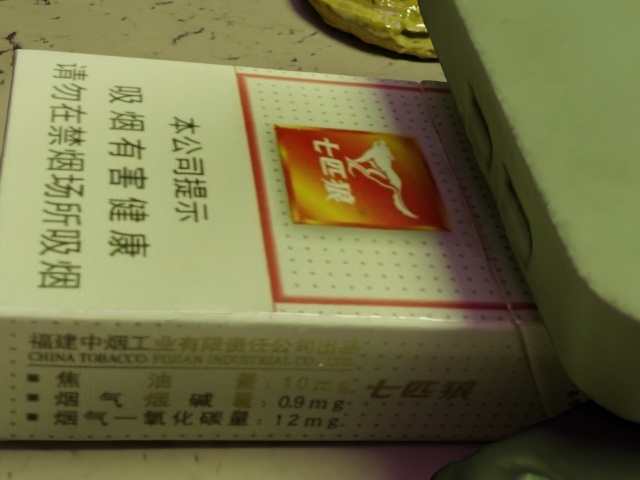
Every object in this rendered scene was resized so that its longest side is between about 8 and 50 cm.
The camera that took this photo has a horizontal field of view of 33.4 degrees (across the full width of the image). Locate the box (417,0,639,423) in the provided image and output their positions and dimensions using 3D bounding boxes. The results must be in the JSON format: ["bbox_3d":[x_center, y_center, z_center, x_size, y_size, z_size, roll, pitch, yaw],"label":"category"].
[{"bbox_3d":[0.257,-0.092,0.540,0.367,0.090,0.373,-11,46,0],"label":"box"}]

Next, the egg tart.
[{"bbox_3d":[0.074,-0.223,0.874,0.191,0.074,0.191,7,37,-6],"label":"egg tart"}]

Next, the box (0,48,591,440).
[{"bbox_3d":[0.000,0.000,0.567,0.331,0.095,0.210,4,40,-14],"label":"box"}]

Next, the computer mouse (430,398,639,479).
[{"bbox_3d":[0.160,0.140,0.434,0.269,0.100,0.170,-14,42,-35],"label":"computer mouse"}]
